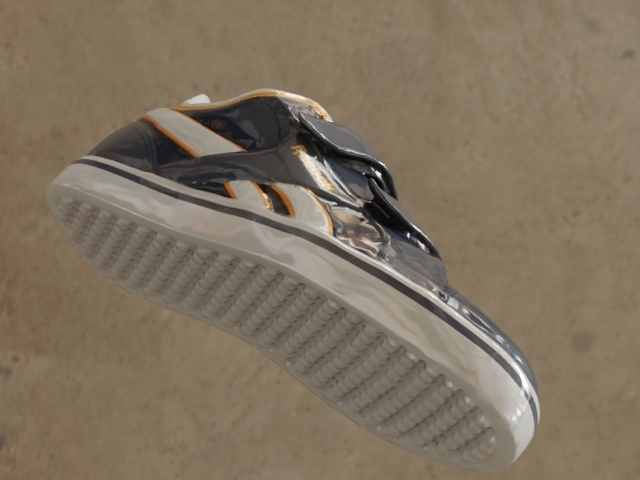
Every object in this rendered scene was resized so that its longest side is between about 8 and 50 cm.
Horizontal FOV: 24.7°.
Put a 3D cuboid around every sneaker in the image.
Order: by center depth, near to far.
[{"bbox_3d":[0.000,0.000,0.780,0.321,0.126,0.127,27,58,32],"label":"sneaker"}]
